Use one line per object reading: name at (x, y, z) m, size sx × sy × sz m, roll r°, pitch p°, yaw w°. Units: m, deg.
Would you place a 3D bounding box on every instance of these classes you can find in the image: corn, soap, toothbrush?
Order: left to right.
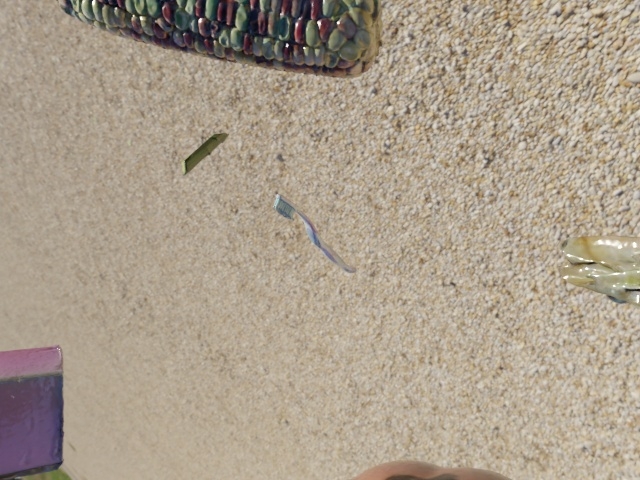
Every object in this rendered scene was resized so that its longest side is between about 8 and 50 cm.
soap at (-0.489, 0.245, 0.676) m, size 0.081 × 0.259 × 0.181 m, roll 43°, pitch 129°, yaw 54°
corn at (-0.076, -0.180, 0.385) m, size 0.253 × 0.086 × 0.086 m, roll 10°, pitch 135°, yaw 5°
toothbrush at (0.000, 0.000, 0.793) m, size 0.021 × 0.027 × 0.269 m, roll 24°, pitch 168°, yaw 37°

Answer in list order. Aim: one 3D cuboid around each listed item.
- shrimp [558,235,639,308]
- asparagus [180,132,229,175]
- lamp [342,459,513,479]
shrimp at (0.272, 0.017, 0.309) m, size 0.168 × 0.077 × 0.317 m, roll 24°, pitch 168°, yaw -25°
asparagus at (-0.186, -0.144, 0.806) m, size 0.021 × 0.108 × 0.025 m, roll 51°, pitch 151°, yaw -19°
lamp at (0.072, 0.300, 0.317) m, size 0.305 × 0.305 × 0.239 m, roll 6°, pitch 117°, yaw 43°
